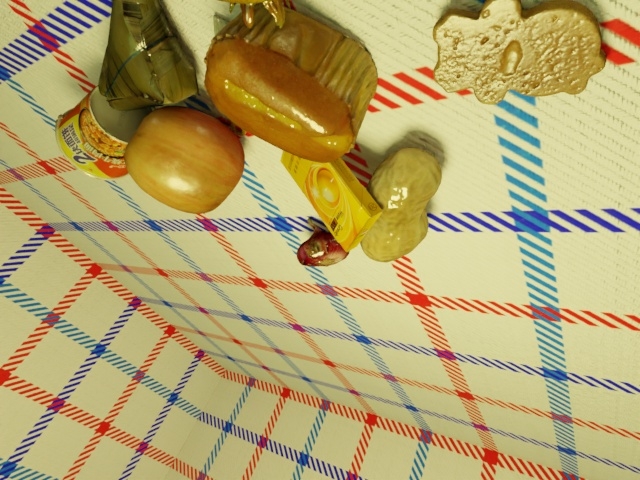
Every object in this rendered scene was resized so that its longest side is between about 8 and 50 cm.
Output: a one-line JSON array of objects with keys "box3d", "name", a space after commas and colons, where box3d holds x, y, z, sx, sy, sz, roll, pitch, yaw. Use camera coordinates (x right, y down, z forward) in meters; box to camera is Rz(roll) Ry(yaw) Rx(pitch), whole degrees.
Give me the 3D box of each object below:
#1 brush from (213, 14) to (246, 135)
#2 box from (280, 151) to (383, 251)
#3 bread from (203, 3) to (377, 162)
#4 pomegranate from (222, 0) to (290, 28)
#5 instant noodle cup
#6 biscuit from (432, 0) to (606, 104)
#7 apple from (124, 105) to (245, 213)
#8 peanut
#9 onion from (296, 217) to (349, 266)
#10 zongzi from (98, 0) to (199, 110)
[{"box3d": [-0.172, -0.321, 0.841, 0.103, 0.013, 0.272, 25, 148, 5], "name": "brush"}, {"box3d": [0.011, -0.119, 0.845, 0.269, 0.043, 0.152, 55, 153, 16], "name": "box"}, {"box3d": [-0.054, -0.257, 0.696, 0.288, 0.156, 0.204, 28, 151, -10], "name": "bread"}, {"box3d": [-0.099, -0.398, 0.504, 0.220, 0.221, 0.257, 14, 153, 21], "name": "pomegranate"}, {"box3d": [-0.514, -0.277, 0.997, 0.174, 0.213, 0.213, -21, 124, 41], "name": "instant noodle cup"}, {"box3d": [0.273, -0.267, 0.565, 0.225, 0.036, 0.166, 8, 144, 24], "name": "biscuit"}, {"box3d": [-0.312, -0.188, 0.922, 0.241, 0.242, 0.242, 29, 153, -36], "name": "apple"}, {"box3d": [0.159, -0.065, 0.844, 0.149, 0.149, 0.313, 19, 142, 14], "name": "peanut"}, {"box3d": [0.000, 0.000, 1.096, 0.150, 0.140, 0.150, -16, 163, -5], "name": "onion"}, {"box3d": [-0.392, -0.411, 0.804, 0.260, 0.123, 0.289, 9, 130, 36], "name": "zongzi"}]
